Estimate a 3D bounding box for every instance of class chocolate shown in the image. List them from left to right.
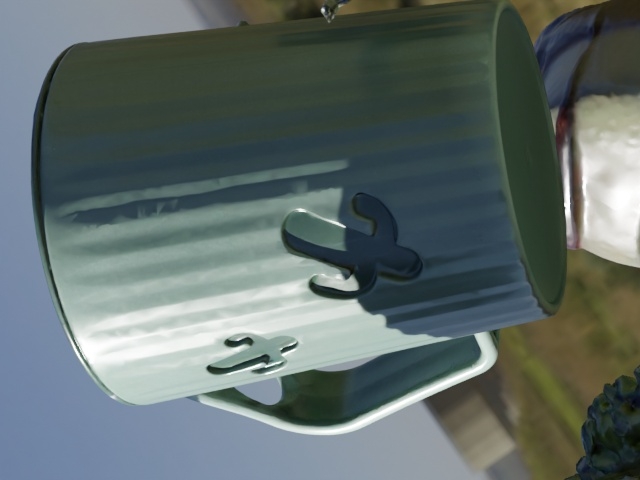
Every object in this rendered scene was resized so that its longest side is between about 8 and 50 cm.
[{"bbox_3d":[0.310,-0.084,1.750,0.283,0.283,0.186,53,-136,-37],"label":"chocolate"}]

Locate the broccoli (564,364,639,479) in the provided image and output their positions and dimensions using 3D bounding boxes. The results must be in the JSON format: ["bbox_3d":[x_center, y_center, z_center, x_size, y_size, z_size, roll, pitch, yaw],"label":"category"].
[{"bbox_3d":[0.226,0.151,0.991,0.177,0.275,0.199,6,-124,-43],"label":"broccoli"}]

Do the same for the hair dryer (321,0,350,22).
[{"bbox_3d":[-0.005,-0.216,1.436,0.167,0.199,0.067,0,128,38],"label":"hair dryer"}]

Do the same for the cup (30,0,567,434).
[{"bbox_3d":[-0.002,-0.024,1.565,0.401,0.392,0.310,43,-138,-65],"label":"cup"}]
